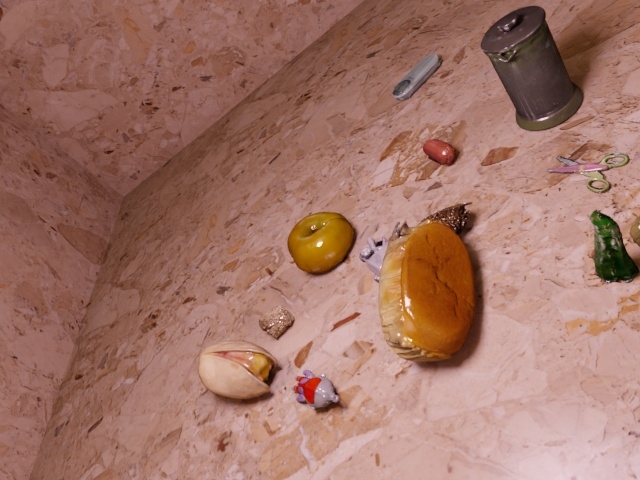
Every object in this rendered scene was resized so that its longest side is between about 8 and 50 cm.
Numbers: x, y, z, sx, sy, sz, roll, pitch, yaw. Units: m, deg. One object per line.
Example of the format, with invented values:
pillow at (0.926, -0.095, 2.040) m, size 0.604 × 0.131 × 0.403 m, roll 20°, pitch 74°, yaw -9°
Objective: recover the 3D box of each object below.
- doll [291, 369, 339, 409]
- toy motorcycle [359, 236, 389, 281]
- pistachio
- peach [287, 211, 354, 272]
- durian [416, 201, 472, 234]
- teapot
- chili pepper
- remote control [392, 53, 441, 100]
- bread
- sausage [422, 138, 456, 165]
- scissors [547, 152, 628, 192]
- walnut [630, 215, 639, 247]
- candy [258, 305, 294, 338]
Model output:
doll at (-0.015, 0.428, 1.467) m, size 0.227 × 0.075 × 0.102 m, roll -7°, pitch 64°, yaw 56°
toy motorcycle at (0.227, 0.049, 1.580) m, size 0.170 × 0.110 × 0.260 m, roll -33°, pitch 26°, yaw -8°
pistachio at (-0.276, 0.411, 1.673) m, size 0.299 × 0.187 × 0.188 m, roll -8°, pitch 49°, yaw 37°
peach at (0.000, 0.000, 1.833) m, size 0.251 × 0.153 × 0.251 m, roll -16°, pitch 40°, yaw 14°
durian at (0.371, -0.047, 1.496) m, size 0.188 × 0.148 × 0.091 m, roll -42°, pitch 67°, yaw 28°
teapot at (0.625, -0.532, 1.518) m, size 0.200 × 0.337 × 0.270 m, roll 2°, pitch 56°, yaw 48°
chili pepper at (0.605, 0.008, 1.088) m, size 0.088 × 0.227 × 0.059 m, roll -5°, pitch 52°, yaw 39°
remote control at (0.404, -0.686, 2.166) m, size 0.247 × 0.052 × 0.104 m, roll -45°, pitch 33°, yaw 4°
bread at (0.282, 0.122, 1.341) m, size 0.183 × 0.236 × 0.389 m, roll -33°, pitch 43°, yaw 49°
sausage at (0.407, -0.304, 1.756) m, size 0.076 × 0.076 × 0.141 m, roll -46°, pitch 33°, yaw 1°
scissors at (0.701, -0.192, 1.369) m, size 0.133 × 0.020 × 0.187 m, roll -51°, pitch 36°, yaw -11°
walnut at (0.726, -0.022, 1.120) m, size 0.092 × 0.092 × 0.092 m, roll -28°, pitch 38°, yaw 25°
candy at (-0.152, 0.280, 1.763) m, size 0.110 × 0.085 × 0.095 m, roll -44°, pitch 44°, yaw -3°
